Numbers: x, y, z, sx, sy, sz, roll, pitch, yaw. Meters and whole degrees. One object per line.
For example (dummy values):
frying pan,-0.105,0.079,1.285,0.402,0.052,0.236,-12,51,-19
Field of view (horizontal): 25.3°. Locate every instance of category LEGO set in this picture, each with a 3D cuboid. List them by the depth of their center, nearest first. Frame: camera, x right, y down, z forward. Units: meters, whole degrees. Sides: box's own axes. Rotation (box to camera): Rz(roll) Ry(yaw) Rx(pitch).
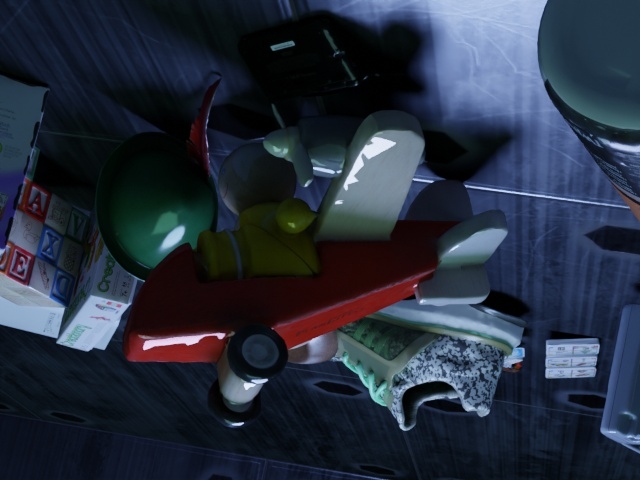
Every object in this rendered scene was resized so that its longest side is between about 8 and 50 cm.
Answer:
LEGO set,0.297,0.169,2.171,0.244,0.060,0.182,-3,159,8

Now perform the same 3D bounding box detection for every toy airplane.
toy airplane,0.000,0.000,1.531,0.386,0.272,0.384,-38,160,18

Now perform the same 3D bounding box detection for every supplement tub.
supplement tub,0.307,-0.100,1.117,0.194,0.193,0.316,1,159,29

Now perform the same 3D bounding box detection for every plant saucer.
plant saucer,-0.065,0.118,2.091,0.199,0.036,0.198,29,148,20

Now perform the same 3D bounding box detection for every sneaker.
sneaker,0.102,0.182,2.083,0.410,0.182,0.158,-6,155,43

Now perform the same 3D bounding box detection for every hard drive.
hard drive,-0.529,0.106,2.458,0.353,0.047,0.233,15,162,-11

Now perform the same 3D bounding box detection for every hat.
hat,-0.131,-0.044,1.566,0.184,0.173,0.208,-1,152,44

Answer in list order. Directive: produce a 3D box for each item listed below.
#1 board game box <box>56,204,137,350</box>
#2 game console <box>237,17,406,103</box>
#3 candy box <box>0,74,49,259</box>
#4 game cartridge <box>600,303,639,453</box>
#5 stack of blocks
board game box,-0.270,0.019,1.814,0.053,0.193,0.305,16,161,-14
game console,0.001,-0.174,1.372,0.122,0.071,0.107,-8,123,43
candy box,-0.403,-0.093,1.559,0.165,0.196,0.070,17,161,-13
game cartridge,0.479,0.200,1.882,0.062,0.198,0.297,-8,152,44
stack of blocks,-0.410,-0.043,1.751,0.087,0.171,0.297,1,160,29
